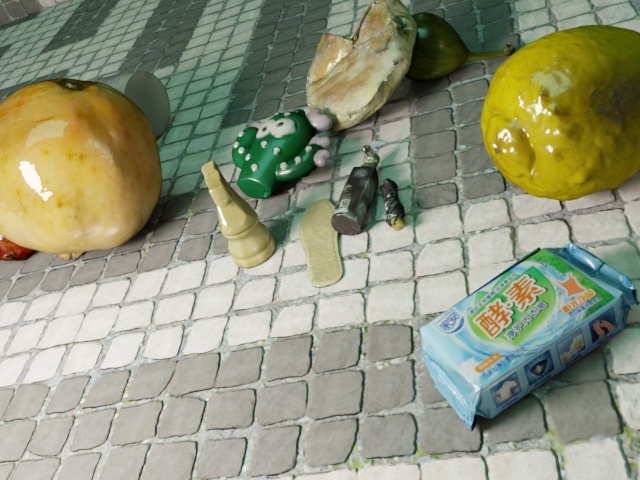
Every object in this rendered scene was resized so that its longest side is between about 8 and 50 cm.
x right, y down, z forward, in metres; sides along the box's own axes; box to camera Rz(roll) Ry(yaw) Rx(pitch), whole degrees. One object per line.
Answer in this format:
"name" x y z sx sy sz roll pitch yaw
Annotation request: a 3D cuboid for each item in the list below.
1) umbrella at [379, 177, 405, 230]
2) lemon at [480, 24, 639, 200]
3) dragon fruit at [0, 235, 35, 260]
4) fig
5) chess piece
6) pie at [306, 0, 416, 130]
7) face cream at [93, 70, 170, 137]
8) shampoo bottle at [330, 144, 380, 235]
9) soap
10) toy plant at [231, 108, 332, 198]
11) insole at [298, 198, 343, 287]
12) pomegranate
"umbrella" 0.131 -0.063 1.309 0.037 0.040 0.144 -24 33 14
"lemon" 0.409 -0.206 1.150 0.286 0.285 0.316 7 27 35
"dragon fruit" -0.687 -0.032 1.679 0.125 0.125 0.246 23 28 6
"fig" 0.289 -0.412 1.610 0.259 0.151 0.151 17 46 1
"chess piece" -0.159 -0.048 1.319 0.090 0.200 0.090 -16 38 13
"pie" 0.080 -0.380 1.597 0.338 0.075 0.337 -27 53 43
"face cream" -0.509 -0.349 1.899 0.153 0.177 0.177 -2 43 31
"shampoo bottle" 0.073 -0.099 1.365 0.057 0.063 0.207 3 44 19
"soap" 0.274 0.116 0.980 0.293 0.077 0.156 -32 38 -10
"toy plant" -0.084 -0.196 1.531 0.233 0.112 0.243 -15 44 15
"insole" 0.000 0.000 1.329 0.081 0.011 0.247 -18 38 8
"pomegranate" -0.527 -0.140 1.517 0.412 0.411 0.411 -15 38 12
